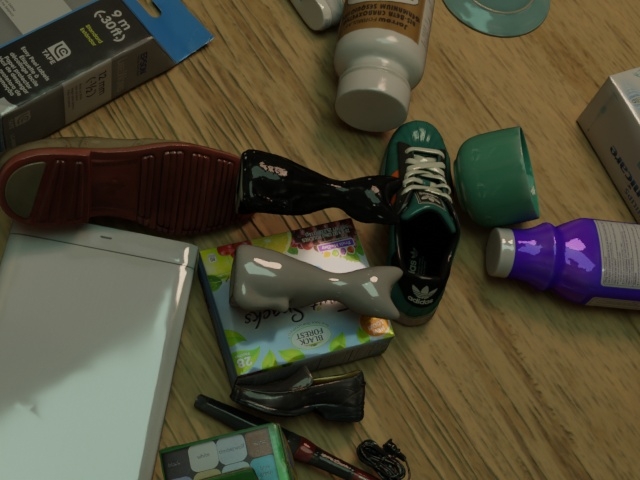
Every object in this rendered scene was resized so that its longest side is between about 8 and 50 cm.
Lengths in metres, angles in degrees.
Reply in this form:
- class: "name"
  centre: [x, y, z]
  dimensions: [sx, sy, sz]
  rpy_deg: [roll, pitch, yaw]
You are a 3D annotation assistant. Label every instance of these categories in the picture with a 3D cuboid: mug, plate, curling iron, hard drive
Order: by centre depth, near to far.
- class: "hard drive"
  centre: [-0.291, 0.146, 1.218]
  dimensions: [0.233, 0.047, 0.353]
  rpy_deg: [11, 63, -6]
- class: "curling iron"
  centre: [-0.023, 0.242, 1.236]
  dimensions: [0.274, 0.035, 0.068]
  rpy_deg: [17, 41, 2]
- class: "mug"
  centre: [0.240, -0.078, 1.396]
  dimensions: [0.097, 0.158, 0.129]
  rpy_deg: [-11, 69, 16]
- class: "plate"
  centre: [0.278, -0.405, 1.620]
  dimensions: [0.188, 0.024, 0.188]
  rpy_deg: [4, 64, -9]

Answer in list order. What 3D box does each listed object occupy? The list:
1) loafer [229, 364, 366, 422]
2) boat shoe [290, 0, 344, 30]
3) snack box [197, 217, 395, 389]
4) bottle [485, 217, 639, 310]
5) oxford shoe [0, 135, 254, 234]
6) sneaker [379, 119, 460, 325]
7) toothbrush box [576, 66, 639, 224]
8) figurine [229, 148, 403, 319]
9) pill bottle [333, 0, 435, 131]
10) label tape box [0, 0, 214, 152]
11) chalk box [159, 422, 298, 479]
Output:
- class: "loafer"
  centre: [-0.025, 0.179, 1.234]
  dimensions: [0.170, 0.062, 0.061]
  rpy_deg: [7, 95, -23]
- class: "boat shoe"
  centre: [-0.020, -0.398, 1.535]
  dimensions: [0.063, 0.066, 0.184]
  rpy_deg: [-21, 67, -35]
- class: "snack box"
  centre: [-0.033, 0.079, 1.291]
  dimensions: [0.207, 0.070, 0.174]
  rpy_deg: [-12, 67, -15]
- class: "bottle"
  centre: [0.368, 0.030, 1.385]
  dimensions: [0.283, 0.092, 0.118]
  rpy_deg: [5, 63, -9]
- class: "oxford shoe"
  centre: [-0.239, -0.088, 1.305]
  dimensions: [0.348, 0.123, 0.130]
  rpy_deg: [4, 22, -27]
- class: "sneaker"
  centre: [0.140, -0.045, 1.358]
  dimensions: [0.108, 0.121, 0.302]
  rpy_deg: [7, 63, -9]
- class: "toothbrush box"
  centre: [0.566, -0.160, 1.503]
  dimensions: [0.296, 0.126, 0.216]
  rpy_deg: [-17, 69, -18]
- class: "figurine"
  centre: [0.000, 0.000, 1.246]
  dimensions: [0.210, 0.092, 0.214]
  rpy_deg: [5, 62, -8]
- class: "pill bottle"
  centre: [0.087, -0.276, 1.456]
  dimensions: [0.131, 0.131, 0.229]
  rpy_deg: [13, 63, -5]
- class: "label tape box"
  centre: [-0.351, -0.307, 1.392]
  dimensions: [0.348, 0.115, 0.249]
  rpy_deg: [-35, 75, -23]
- class: "chalk box"
  centre: [-0.088, 0.281, 1.087]
  dimensions: [0.132, 0.213, 0.132]
  rpy_deg: [-13, 68, -1]
